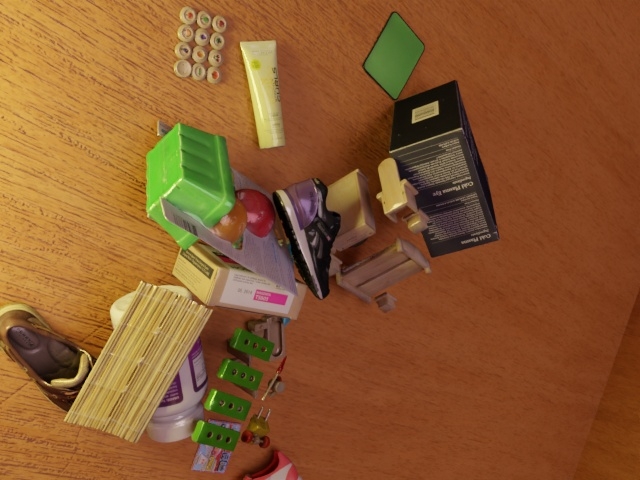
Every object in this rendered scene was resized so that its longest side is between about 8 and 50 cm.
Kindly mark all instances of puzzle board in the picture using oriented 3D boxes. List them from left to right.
[{"bbox_3d":[-0.252,0.502,1.502,0.096,0.011,0.128,22,85,-38],"label":"puzzle board"}]

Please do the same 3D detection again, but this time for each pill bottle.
[{"bbox_3d":[-0.329,0.260,1.299,0.169,0.169,0.301,-17,108,-34],"label":"pill bottle"}]

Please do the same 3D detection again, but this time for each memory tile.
[{"bbox_3d":[-0.255,-0.416,1.321,0.113,0.012,0.147,4,97,-37],"label":"memory tile"}]

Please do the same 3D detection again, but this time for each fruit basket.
[{"bbox_3d":[-0.198,-0.062,1.284,0.166,0.326,0.353,-34,134,17],"label":"fruit basket"}]

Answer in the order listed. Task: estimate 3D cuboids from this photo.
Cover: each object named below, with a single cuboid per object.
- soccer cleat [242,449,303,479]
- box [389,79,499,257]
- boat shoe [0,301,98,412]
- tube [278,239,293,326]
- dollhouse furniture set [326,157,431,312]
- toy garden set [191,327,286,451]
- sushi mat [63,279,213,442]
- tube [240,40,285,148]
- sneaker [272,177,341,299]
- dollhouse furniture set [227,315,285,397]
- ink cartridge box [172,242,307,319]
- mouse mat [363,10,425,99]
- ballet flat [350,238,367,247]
[{"bbox_3d":[-0.193,0.654,1.532,0.318,0.109,0.116,-31,95,-26],"label":"soccer cleat"},{"bbox_3d":[0.315,-0.187,1.579,0.343,0.179,0.312,-75,143,-57],"label":"box"},{"bbox_3d":[-0.493,0.259,1.204,0.123,0.123,0.342,-45,122,-21],"label":"boat shoe"},{"bbox_3d":[-0.087,0.102,1.521,0.080,0.052,0.206,-36,124,-63],"label":"tube"},{"bbox_3d":[0.172,-0.010,1.533,0.356,0.303,0.173,35,36,-41],"label":"dollhouse furniture set"},{"bbox_3d":[-0.163,0.335,1.355,0.204,0.049,0.244,34,72,-42],"label":"toy garden set"},{"bbox_3d":[-0.346,0.236,1.187,0.152,0.019,0.316,29,94,-21],"label":"sushi mat"},{"bbox_3d":[-0.126,-0.331,1.408,0.070,0.062,0.239,-40,124,-72],"label":"tube"},{"bbox_3d":[0.000,0.000,1.341,0.124,0.107,0.283,-24,122,-13],"label":"sneaker"},{"bbox_3d":[-0.127,0.269,1.478,0.151,0.123,0.143,-10,105,-35],"label":"dollhouse furniture set"},{"bbox_3d":[-0.177,0.087,1.359,0.235,0.193,0.088,16,96,-38],"label":"ink cartridge box"},{"bbox_3d":[0.199,-0.491,1.649,0.153,0.007,0.189,36,78,-35],"label":"mouse mat"},{"bbox_3d":[0.034,-0.005,1.597,0.250,0.058,0.084,-25,114,-36],"label":"ballet flat"}]
